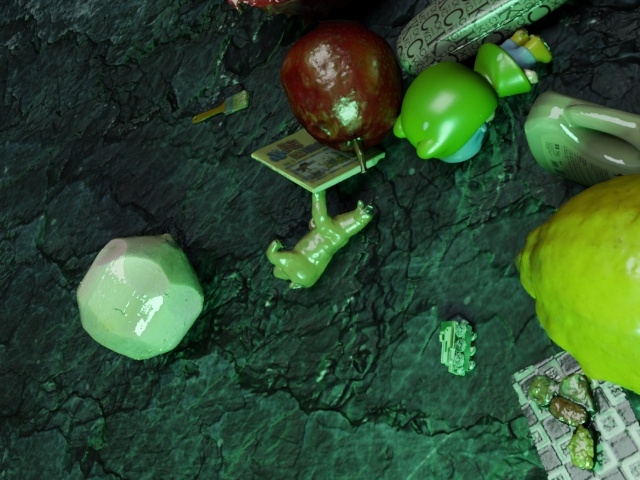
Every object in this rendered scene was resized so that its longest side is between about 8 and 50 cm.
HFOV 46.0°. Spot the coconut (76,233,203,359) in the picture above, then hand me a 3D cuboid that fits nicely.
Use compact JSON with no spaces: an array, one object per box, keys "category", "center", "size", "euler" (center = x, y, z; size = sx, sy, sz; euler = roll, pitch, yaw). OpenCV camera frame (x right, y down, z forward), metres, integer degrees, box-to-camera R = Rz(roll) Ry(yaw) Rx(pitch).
[{"category":"coconut","center":[-0.334,0.097,1.451],"size":[0.230,0.227,0.227],"euler":[-54,47,5]}]

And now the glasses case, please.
[{"category":"glasses case","center":[0.284,-0.391,1.258],"size":[0.355,0.085,0.137],"euler":[-26,42,28]}]

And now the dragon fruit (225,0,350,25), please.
[{"category":"dragon fruit","center":[-0.022,-0.600,1.510],"size":[0.386,0.249,0.371],"euler":[-49,64,15]}]

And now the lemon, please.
[{"category":"lemon","center":[0.394,0.047,0.851],"size":[0.316,0.285,0.285],"euler":[21,83,8]}]

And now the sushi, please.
[{"category":"sushi","center":[0.332,0.235,0.975],"size":[0.139,0.031,0.201],"euler":[-31,54,23]}]

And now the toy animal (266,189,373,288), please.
[{"category":"toy animal","center":[0.000,0.000,1.322],"size":[0.101,0.103,0.218],"euler":[43,97,23]}]

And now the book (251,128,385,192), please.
[{"category":"book","center":[-0.005,-0.154,1.368],"size":[0.168,0.013,0.192],"euler":[-29,40,-28]}]

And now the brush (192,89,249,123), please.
[{"category":"brush","center":[-0.225,-0.291,1.679],"size":[0.170,0.014,0.043],"euler":[-14,63,35]}]

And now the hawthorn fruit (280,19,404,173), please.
[{"category":"hawthorn fruit","center":[0.052,-0.242,1.302],"size":[0.210,0.230,0.266],"euler":[-18,71,0]}]

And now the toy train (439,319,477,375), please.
[{"category":"toy train","center":[0.201,0.158,1.115],"size":[0.053,0.033,0.083],"euler":[-9,65,41]}]

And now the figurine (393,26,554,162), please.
[{"category":"figurine","center":[0.240,-0.235,1.204],"size":[0.263,0.143,0.162],"euler":[-40,45,3]}]

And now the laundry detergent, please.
[{"category":"laundry detergent","center":[0.406,-0.116,0.985],"size":[0.253,0.181,0.091],"euler":[23,81,37]}]
